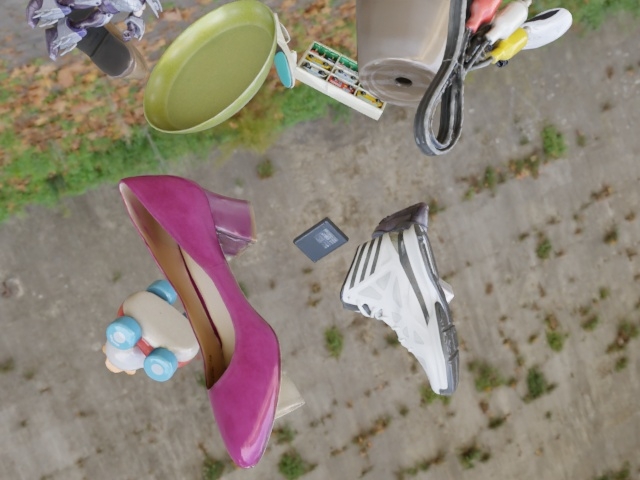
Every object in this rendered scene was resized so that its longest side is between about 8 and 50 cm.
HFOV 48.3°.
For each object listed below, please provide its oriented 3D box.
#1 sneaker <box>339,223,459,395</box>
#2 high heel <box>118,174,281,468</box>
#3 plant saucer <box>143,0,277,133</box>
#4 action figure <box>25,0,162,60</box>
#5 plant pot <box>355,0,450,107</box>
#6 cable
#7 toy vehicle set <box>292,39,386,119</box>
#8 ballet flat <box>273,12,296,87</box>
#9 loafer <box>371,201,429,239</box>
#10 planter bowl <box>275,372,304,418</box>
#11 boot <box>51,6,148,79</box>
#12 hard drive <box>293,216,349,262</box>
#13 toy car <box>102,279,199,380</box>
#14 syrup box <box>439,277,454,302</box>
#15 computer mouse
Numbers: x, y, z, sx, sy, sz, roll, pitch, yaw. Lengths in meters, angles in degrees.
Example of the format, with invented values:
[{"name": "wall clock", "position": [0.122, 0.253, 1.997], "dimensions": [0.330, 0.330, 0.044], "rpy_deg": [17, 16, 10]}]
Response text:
[{"name": "sneaker", "position": [0.203, 0.201, 1.880], "dimensions": [0.258, 0.447, 0.169], "rpy_deg": [-16, 175, 19]}, {"name": "high heel", "position": [-0.159, 0.089, 0.870], "dimensions": [0.181, 0.377, 0.127], "rpy_deg": [11, 139, -32]}, {"name": "plant saucer", "position": [-0.156, -0.247, 1.044], "dimensions": [0.241, 0.241, 0.037], "rpy_deg": [-20, 142, 23]}, {"name": "action figure", "position": [-0.448, -0.476, 1.460], "dimensions": [0.285, 0.099, 0.185], "rpy_deg": [-17, 142, 13]}, {"name": "plant pot", "position": [0.203, -0.447, 1.506], "dimensions": [0.323, 0.280, 0.323], "rpy_deg": [12, 164, 4]}, {"name": "cable", "position": [0.193, -0.242, 0.919], "dimensions": [0.072, 0.139, 0.287], "rpy_deg": [-1, -132, 43]}, {"name": "toy vehicle set", "position": [0.068, -0.452, 2.000], "dimensions": [0.035, 0.267, 0.166], "rpy_deg": [-59, -174, 45]}, {"name": "ballet flat", "position": [-0.122, -0.621, 2.316], "dimensions": [0.086, 0.248, 0.086], "rpy_deg": [-23, -167, 6]}, {"name": "loafer", "position": [0.246, -0.044, 2.130], "dimensions": [0.095, 0.109, 0.302], "rpy_deg": [-69, -166, -13]}, {"name": "planter bowl", "position": [-0.126, 0.314, 1.456], "dimensions": [0.162, 0.109, 0.162], "rpy_deg": [-22, 165, -6]}, {"name": "boot", "position": [-0.521, -0.484, 1.664], "dimensions": [0.112, 0.305, 0.115], "rpy_deg": [-44, 171, 14]}, {"name": "hard drive", "position": [0.000, 0.000, 2.033], "dimensions": [0.135, 0.094, 0.022], "rpy_deg": [-34, -157, 31]}, {"name": "toy car", "position": [-0.427, 0.256, 1.719], "dimensions": [0.238, 0.210, 0.219], "rpy_deg": [-45, -173, 29]}, {"name": "syrup box", "position": [0.392, 0.184, 2.468], "dimensions": [0.093, 0.096, 0.237], "rpy_deg": [-56, 175, 8]}, {"name": "computer mouse", "position": [0.452, -0.448, 1.562], "dimensions": [0.193, 0.106, 0.042], "rpy_deg": [-17, -138, 27]}]
